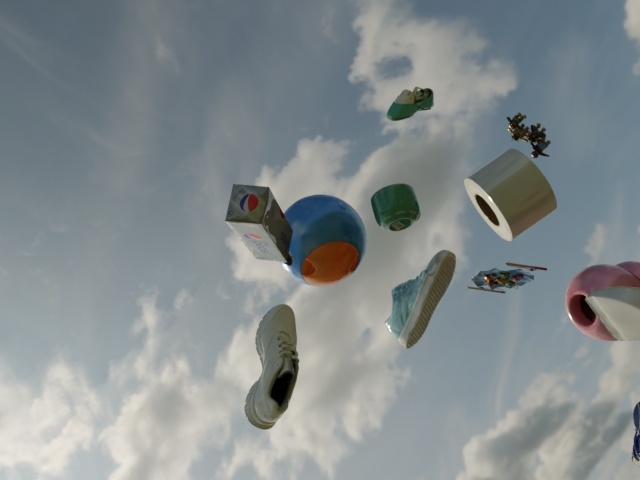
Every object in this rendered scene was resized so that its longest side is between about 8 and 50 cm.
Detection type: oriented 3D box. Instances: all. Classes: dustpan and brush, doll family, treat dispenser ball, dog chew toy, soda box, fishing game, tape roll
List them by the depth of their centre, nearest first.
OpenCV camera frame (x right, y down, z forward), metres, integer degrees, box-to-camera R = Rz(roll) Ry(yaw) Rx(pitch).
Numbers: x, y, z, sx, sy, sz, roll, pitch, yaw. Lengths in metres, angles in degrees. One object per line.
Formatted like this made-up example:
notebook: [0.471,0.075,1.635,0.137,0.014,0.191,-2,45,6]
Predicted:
dustpan and brush: [0.688,0.141,1.170,0.147,0.211,0.060,48,-117,-13]
soda box: [-0.145,-0.037,1.398,0.286,0.091,0.098,67,-149,-68]
dog chew toy: [0.834,0.147,1.525,0.331,0.207,0.207,-13,-57,-20]
fishing game: [0.560,0.126,1.734,0.188,0.264,0.041,9,-112,-13]
treat dispenser ball: [0.000,0.000,1.758,0.288,0.288,0.289,-23,-53,-35]
tape roll: [0.591,-0.142,1.766,0.169,0.246,0.246,-34,-44,2]
doll family: [0.726,-0.363,1.968,0.111,0.192,0.076,-43,-20,-39]

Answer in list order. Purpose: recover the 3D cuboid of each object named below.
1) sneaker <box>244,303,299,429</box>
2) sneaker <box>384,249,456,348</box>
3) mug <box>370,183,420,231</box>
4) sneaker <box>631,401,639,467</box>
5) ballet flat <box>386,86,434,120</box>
sneaker: [-0.089,0.281,1.307,0.110,0.129,0.297,20,-125,-24]
sneaker: [0.292,0.166,1.767,0.135,0.150,0.366,-13,-48,-50]
mug: [0.227,-0.087,1.594,0.157,0.098,0.129,-6,-28,-13]
sneaker: [0.825,0.503,1.371,0.315,0.182,0.128,35,-119,-22]
ballet flat: [0.295,-0.458,1.849,0.247,0.083,0.087,-29,-52,-44]
